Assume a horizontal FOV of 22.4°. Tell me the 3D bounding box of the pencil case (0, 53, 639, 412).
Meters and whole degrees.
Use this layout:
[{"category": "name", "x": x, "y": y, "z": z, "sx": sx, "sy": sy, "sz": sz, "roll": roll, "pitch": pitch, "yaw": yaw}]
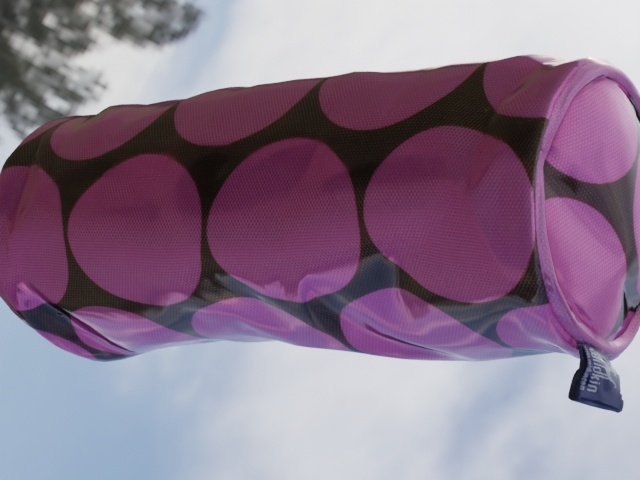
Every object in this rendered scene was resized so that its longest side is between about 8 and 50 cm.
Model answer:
[{"category": "pencil case", "x": 0.000, "y": 0.000, "z": 0.503, "sx": 0.209, "sy": 0.098, "sz": 0.095, "roll": 0, "pitch": -114, "yaw": 33}]
